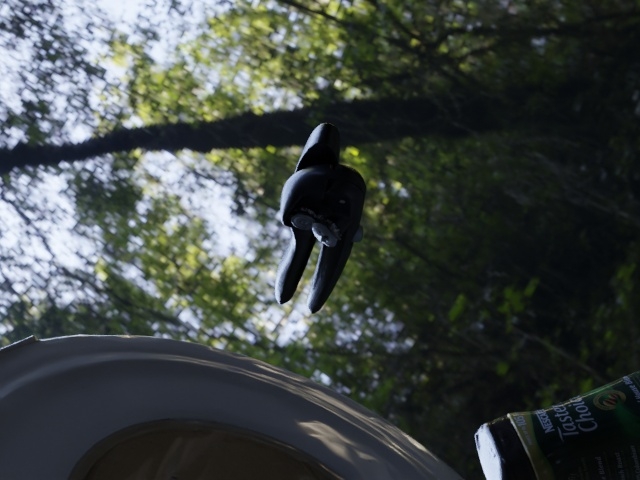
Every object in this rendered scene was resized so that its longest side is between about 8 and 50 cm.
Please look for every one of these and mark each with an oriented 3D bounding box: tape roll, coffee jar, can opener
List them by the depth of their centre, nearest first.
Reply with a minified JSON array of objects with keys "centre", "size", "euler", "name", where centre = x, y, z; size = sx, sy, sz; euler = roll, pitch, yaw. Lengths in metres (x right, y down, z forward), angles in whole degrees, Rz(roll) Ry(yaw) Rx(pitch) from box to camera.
[{"centre":[-0.046,0.156,0.466],"size":[0.286,0.286,0.100],"euler":[0,-57,-43],"name":"tape roll"},{"centre":[0.000,0.000,0.814],"size":[0.186,0.059,0.073],"euler":[99,-166,-54],"name":"can opener"},{"centre":[0.230,0.176,0.983],"size":[0.184,0.096,0.079],"euler":[-19,-60,0],"name":"coffee jar"}]
